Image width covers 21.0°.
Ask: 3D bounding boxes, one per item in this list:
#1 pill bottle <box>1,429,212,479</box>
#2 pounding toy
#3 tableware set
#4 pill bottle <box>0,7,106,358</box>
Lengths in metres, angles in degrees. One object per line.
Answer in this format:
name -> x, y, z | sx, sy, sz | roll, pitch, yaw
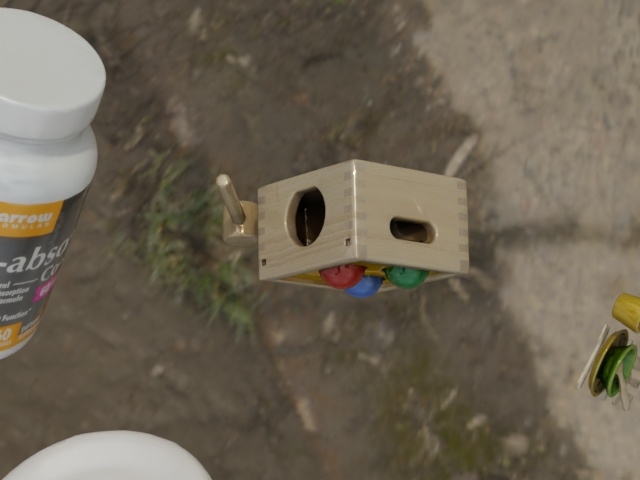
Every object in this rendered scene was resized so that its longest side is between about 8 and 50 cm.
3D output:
pill bottle -> -0.097, 0.223, 0.933 | 0.131, 0.131, 0.229 | 0, 132, 14
pounding toy -> -0.011, 0.000, 1.457 | 0.206, 0.181, 0.094 | -14, 73, 49
tableware set -> 0.217, 0.063, 1.138 | 0.024, 0.154, 0.104 | 26, 91, 25
pill bottle -> -0.278, -0.043, 1.432 | 0.162, 0.162, 0.278 | 26, 126, 0
